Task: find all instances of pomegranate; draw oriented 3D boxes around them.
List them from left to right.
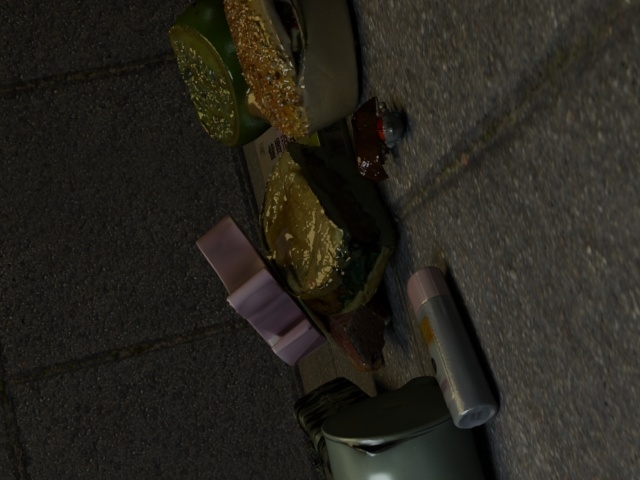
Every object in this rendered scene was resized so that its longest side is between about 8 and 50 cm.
[{"bbox_3d":[-0.133,-0.342,1.953,0.358,0.216,0.309,31,143,35],"label":"pomegranate"}]

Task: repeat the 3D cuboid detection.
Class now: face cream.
[{"bbox_3d":[0.159,0.132,1.208,0.084,0.057,0.198,84,168,-57],"label":"face cream"}]

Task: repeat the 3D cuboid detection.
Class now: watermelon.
[{"bbox_3d":[0.047,0.117,1.648,0.193,0.140,0.256,48,180,-24],"label":"watermelon"}]

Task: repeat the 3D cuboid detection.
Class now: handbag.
[{"bbox_3d":[0.096,0.440,1.787,0.316,0.180,0.416,65,172,-7],"label":"handbag"}]

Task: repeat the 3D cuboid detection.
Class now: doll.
[{"bbox_3d":[0.092,-0.148,1.278,0.114,0.039,0.057,-105,30,-78],"label":"doll"}]

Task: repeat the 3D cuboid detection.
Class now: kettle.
[{"bbox_3d":[0.148,0.362,1.295,0.205,0.265,0.318,-8,99,52],"label":"kettle"}]

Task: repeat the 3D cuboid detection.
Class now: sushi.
[{"bbox_3d":[0.072,-0.144,1.370,0.052,0.055,0.120,70,-169,-52],"label":"sushi"}]

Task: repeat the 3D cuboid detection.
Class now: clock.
[{"bbox_3d":[-0.106,0.077,1.592,0.275,0.080,0.290,51,178,7],"label":"clock"}]

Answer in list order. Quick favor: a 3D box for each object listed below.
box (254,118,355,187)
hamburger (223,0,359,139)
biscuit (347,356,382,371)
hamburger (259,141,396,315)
[{"bbox_3d":[-0.028,-0.138,1.744,0.260,0.062,0.175,-28,75,63],"label":"box"},{"bbox_3d":[-0.048,-0.303,1.496,0.302,0.170,0.302,166,90,-83],"label":"hamburger"},{"bbox_3d":[0.046,0.064,1.850,0.094,0.054,0.378,174,83,-81],"label":"biscuit"},{"bbox_3d":[0.000,0.000,1.534,0.309,0.132,0.211,58,134,42],"label":"hamburger"}]
